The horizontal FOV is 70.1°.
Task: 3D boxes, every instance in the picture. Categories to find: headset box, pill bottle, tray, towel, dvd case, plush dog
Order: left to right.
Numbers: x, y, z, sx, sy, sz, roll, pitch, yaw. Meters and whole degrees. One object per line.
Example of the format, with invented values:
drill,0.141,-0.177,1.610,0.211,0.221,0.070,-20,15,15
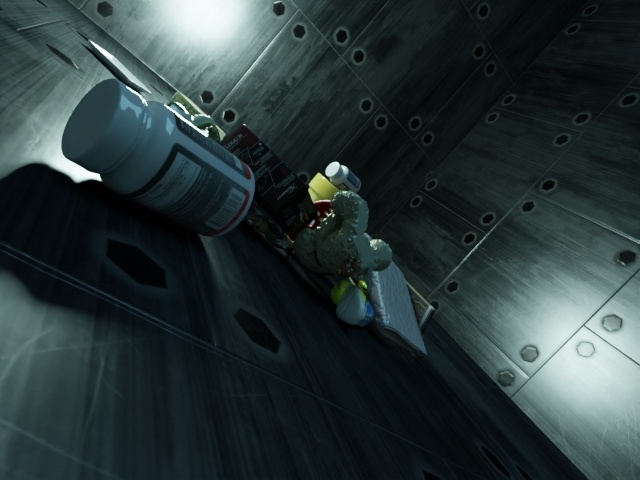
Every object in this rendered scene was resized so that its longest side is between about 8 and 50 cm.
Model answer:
tray,-0.794,-0.673,1.794,0.270,0.030,0.145,43,6,15
pill bottle,-0.256,-0.126,0.759,0.161,0.161,0.283,47,8,38
headset box,-0.154,-0.168,1.273,0.293,0.110,0.218,45,-8,21
plush dog,0.029,0.026,1.201,0.225,0.211,0.262,-5,-51,41
pill bottle,0.110,-0.306,2.252,0.180,0.108,0.108,36,8,-44
towel,0.223,0.180,1.453,0.317,0.053,0.332,43,28,-46
dvd case,0.302,0.250,1.609,0.018,0.165,0.221,13,21,-30

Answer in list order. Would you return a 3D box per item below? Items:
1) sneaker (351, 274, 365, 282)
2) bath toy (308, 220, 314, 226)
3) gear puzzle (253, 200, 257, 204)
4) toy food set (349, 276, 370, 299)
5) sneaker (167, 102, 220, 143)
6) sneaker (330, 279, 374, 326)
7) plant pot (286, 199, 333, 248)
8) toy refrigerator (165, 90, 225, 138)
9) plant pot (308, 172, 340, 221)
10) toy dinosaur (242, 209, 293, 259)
sneaker,0.133,0.097,1.947,0.293,0.102,0.146,46,2,-8
bath toy,0.000,0.000,1.679,0.348,0.151,0.129,30,57,-67
gear puzzle,-0.283,-0.176,1.507,0.175,0.044,0.339,41,3,7
toy food set,0.202,0.208,1.825,0.192,0.038,0.132,40,7,-18
sneaker,-0.339,-0.226,1.203,0.182,0.158,0.410,60,8,-6
sneaker,0.103,0.179,1.190,0.126,0.091,0.240,41,5,-13
plant pot,0.015,-0.002,1.439,0.174,0.191,0.191,54,-3,-39
toy refrigerator,-0.525,-0.494,1.885,0.269,0.102,0.094,45,7,22
plant pot,0.009,-0.172,2.315,0.254,0.239,0.254,41,7,-6
toy dinosaur,-0.126,-0.013,1.259,0.118,0.064,0.268,39,-1,45
